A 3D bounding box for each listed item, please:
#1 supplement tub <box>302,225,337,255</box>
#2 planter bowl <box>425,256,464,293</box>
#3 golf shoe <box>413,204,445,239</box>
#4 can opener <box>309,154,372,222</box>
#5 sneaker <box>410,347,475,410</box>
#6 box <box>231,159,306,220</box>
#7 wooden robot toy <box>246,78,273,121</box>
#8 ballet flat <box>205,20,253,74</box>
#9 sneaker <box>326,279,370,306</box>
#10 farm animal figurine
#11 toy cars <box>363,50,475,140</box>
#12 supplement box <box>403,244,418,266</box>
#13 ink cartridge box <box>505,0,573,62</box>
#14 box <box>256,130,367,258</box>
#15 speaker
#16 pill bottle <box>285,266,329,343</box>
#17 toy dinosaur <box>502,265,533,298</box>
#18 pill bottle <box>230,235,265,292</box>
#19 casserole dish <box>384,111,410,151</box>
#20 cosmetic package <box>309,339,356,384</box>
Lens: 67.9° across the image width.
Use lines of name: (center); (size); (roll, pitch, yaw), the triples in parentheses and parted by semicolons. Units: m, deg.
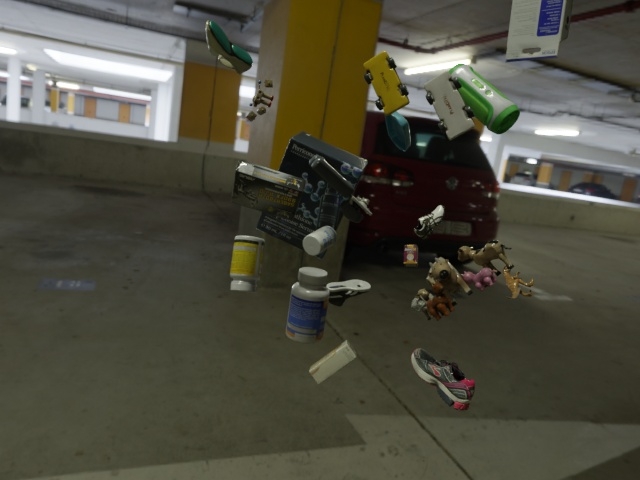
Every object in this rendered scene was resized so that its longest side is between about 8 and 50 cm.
supplement tub: (0.000, 0.000, 1.521); (0.071, 0.071, 0.107); (14, 26, 28)
planter bowl: (0.520, 0.168, 2.021); (0.162, 0.109, 0.162); (50, -3, 4)
golf shoe: (0.553, -0.104, 2.416); (0.094, 0.198, 0.077); (29, 8, -21)
can opener: (0.065, -0.158, 1.528); (0.280, 0.093, 0.074); (44, 6, -27)
sneaker: (0.453, 0.486, 1.749); (0.121, 0.112, 0.299); (6, 19, -33)
box: (-0.181, -0.167, 1.623); (0.231, 0.056, 0.183); (17, -34, -6)
wooden robot toy: (-0.226, -0.516, 1.775); (0.076, 0.173, 0.079); (22, -7, -22)
ballet flat: (-0.316, -0.621, 1.559); (0.086, 0.086, 0.248); (14, -4, 27)
sneaker: (0.133, 0.262, 2.322); (0.217, 0.121, 0.079); (-1, 33, -6)
farm animal figurine: (0.467, 0.121, 1.658); (0.330, 0.172, 0.327); (-34, -10, -8)
toy cars: (0.296, -0.432, 1.426); (0.393, 0.176, 0.087); (28, 14, 23)
supplement box: (0.373, 0.063, 1.958); (0.055, 0.083, 0.043); (-2, -22, 16)
ink cartridge box: (0.666, -0.711, 1.434); (0.165, 0.333, 0.065); (15, 15, 42)
box: (-0.032, -0.180, 1.875); (0.293, 0.395, 0.212); (24, 21, 2)
speaker: (0.588, -0.524, 1.752); (0.131, 0.131, 0.296); (-4, 49, -48)
pill bottle: (-0.045, 0.248, 1.849); (0.152, 0.272, 0.152); (9, 13, -2)
toy dinosaur: (0.673, 0.164, 1.638); (0.112, 0.064, 0.211); (8, 30, 7)
pill bottle: (-0.283, 0.092, 1.827); (0.119, 0.208, 0.119); (6, -9, 1)
casserole dish: (0.289, -0.407, 1.750); (0.114, 0.037, 0.188); (51, -4, 29)
cosmetic package: (0.031, 0.297, 1.163); (0.041, 0.115, 0.060); (54, 1, 3)
